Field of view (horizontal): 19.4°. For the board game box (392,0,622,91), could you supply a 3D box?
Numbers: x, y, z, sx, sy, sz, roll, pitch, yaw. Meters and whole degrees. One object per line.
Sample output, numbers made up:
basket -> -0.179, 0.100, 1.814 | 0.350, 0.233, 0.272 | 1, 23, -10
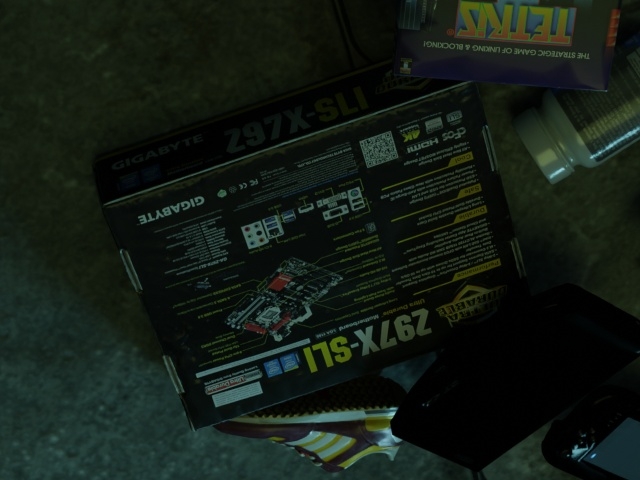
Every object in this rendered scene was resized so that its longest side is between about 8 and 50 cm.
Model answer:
board game box -> 0.145, -0.191, 1.430 | 0.170, 0.048, 0.141 | 4, 119, 0

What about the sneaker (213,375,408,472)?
sneaker -> -0.012, 0.174, 1.690 | 0.185, 0.069, 0.084 | -1, 118, -11

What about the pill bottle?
pill bottle -> 0.233, -0.109, 1.553 | 0.137, 0.078, 0.078 | -32, 124, 9

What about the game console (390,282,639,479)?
game console -> 0.249, 0.158, 1.692 | 0.361, 0.044, 0.213 | 26, 127, -34

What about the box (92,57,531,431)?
box -> 0.000, 0.000, 1.574 | 0.322, 0.079, 0.257 | -19, 127, 0
